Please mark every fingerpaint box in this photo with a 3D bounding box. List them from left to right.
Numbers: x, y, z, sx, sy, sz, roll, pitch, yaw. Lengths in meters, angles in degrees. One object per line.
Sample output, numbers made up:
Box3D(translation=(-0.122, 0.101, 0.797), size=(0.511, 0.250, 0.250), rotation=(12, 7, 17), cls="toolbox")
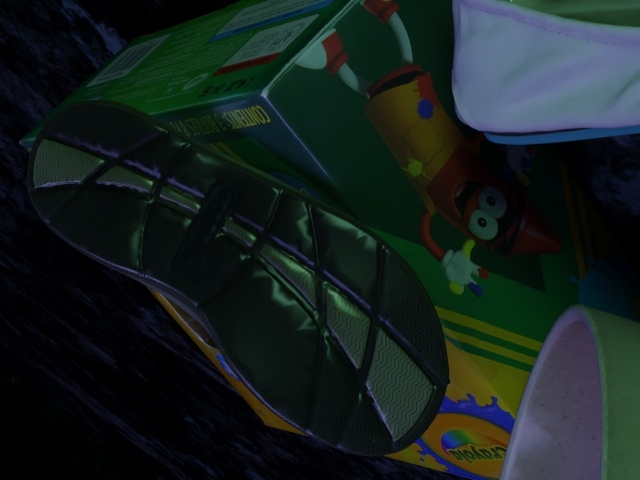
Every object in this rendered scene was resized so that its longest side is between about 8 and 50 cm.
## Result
Box3D(translation=(0.000, 0.000, 0.964), size=(0.371, 0.163, 0.444), rotation=(52, 155, -22), cls="fingerpaint box")

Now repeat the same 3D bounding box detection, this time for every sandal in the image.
Box3D(translation=(-0.045, 0.012, 0.752), size=(0.302, 0.120, 0.086), rotation=(37, -178, 13), cls="sandal")

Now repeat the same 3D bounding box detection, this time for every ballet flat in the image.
Box3D(translation=(0.192, -0.109, 0.534), size=(0.400, 0.139, 0.139), rotation=(8, 140, 54), cls="ballet flat")

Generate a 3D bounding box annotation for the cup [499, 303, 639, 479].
Box3D(translation=(0.218, 0.220, 0.637), size=(0.236, 0.331, 0.331), rotation=(12, 153, 2), cls="cup")
